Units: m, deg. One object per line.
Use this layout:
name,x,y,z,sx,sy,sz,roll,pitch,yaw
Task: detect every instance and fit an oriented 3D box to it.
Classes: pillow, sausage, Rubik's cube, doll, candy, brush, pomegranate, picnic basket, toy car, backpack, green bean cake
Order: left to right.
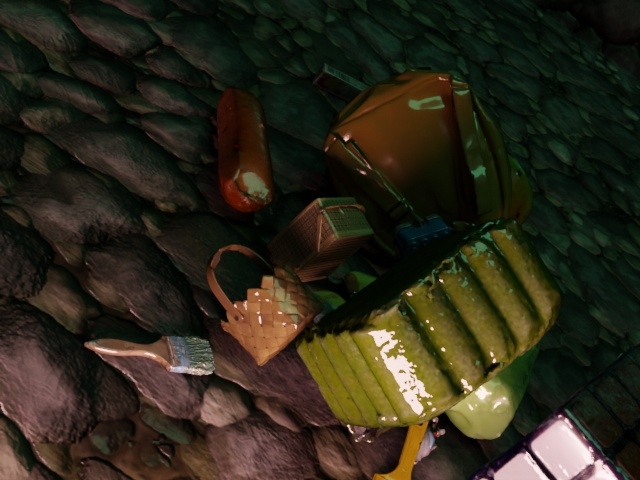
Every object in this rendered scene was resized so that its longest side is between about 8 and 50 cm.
brush,-0.241,0.155,1.391,0.196,0.021,0.070,11,40,-34
sausage,-0.142,-0.167,1.806,0.102,0.102,0.330,21,36,-24
picnic basket,-0.101,0.085,1.500,0.178,0.138,0.128,46,34,2
picnic basket,0.000,0.000,1.679,0.115,0.164,0.079,-6,61,-48
pillow,0.087,0.142,1.671,0.214,0.086,0.233,38,34,20
brush,0.130,0.338,1.489,0.083,0.011,0.205,33,46,-6
backpack,0.181,-0.128,1.867,0.201,0.353,0.378,-43,114,-78
doll,0.163,0.315,1.560,0.057,0.039,0.114,40,30,-6
toy car,0.194,0.052,1.754,0.097,0.191,0.100,-17,33,-14
green bean cake,0.158,0.140,1.425,0.335,0.319,0.218,-36,93,-22
pomegranate,0.319,-0.083,2.075,0.231,0.231,0.286,38,-8,0
candy,0.305,0.212,1.743,0.142,0.132,0.343,23,29,11
Rubik's cube,0.424,0.407,1.427,0.344,0.337,0.344,-15,60,-49

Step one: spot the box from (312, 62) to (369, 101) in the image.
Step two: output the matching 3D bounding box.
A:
box,0.083,-0.340,2.265,0.207,0.050,0.041,23,39,-21
